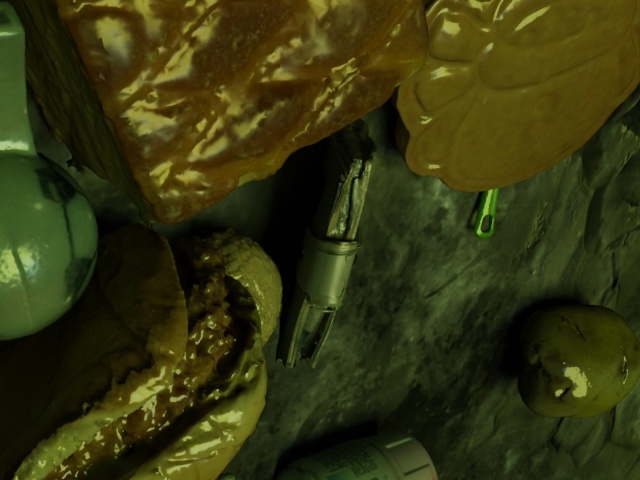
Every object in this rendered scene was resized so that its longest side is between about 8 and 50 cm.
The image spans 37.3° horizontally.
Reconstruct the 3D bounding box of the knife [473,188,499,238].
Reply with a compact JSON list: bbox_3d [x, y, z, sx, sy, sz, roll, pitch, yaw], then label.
[{"bbox_3d":[0.218,-0.081,1.139,0.078,0.022,0.166,5,113,-24],"label":"knife"}]

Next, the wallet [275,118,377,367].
[{"bbox_3d":[0.000,0.000,0.928,0.069,0.170,0.231,10,113,-5],"label":"wallet"}]

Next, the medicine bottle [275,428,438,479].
[{"bbox_3d":[0.045,0.311,1.159,0.168,0.135,0.135,-13,123,-36],"label":"medicine bottle"}]

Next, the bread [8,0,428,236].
[{"bbox_3d":[-0.090,-0.202,0.679,0.279,0.207,0.279,-30,130,-21],"label":"bread"}]

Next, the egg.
[{"bbox_3d":[-0.095,0.059,0.901,0.118,0.116,0.140,-13,122,-62],"label":"egg"}]

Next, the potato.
[{"bbox_3d":[0.360,0.169,1.329,0.200,0.137,0.154,-6,118,-36],"label":"potato"}]

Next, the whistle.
[{"bbox_3d":[-0.238,-0.018,0.684,0.163,0.163,0.290,-27,160,-25],"label":"whistle"}]

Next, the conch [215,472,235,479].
[{"bbox_3d":[-0.223,0.345,0.916,0.249,0.197,0.368,32,87,-26],"label":"conch"}]

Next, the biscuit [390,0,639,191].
[{"bbox_3d":[0.212,-0.188,0.982,0.312,0.057,0.351,-29,140,-9],"label":"biscuit"}]

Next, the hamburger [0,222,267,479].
[{"bbox_3d":[-0.169,0.126,0.762,0.144,0.259,0.283,37,110,-27],"label":"hamburger"}]
